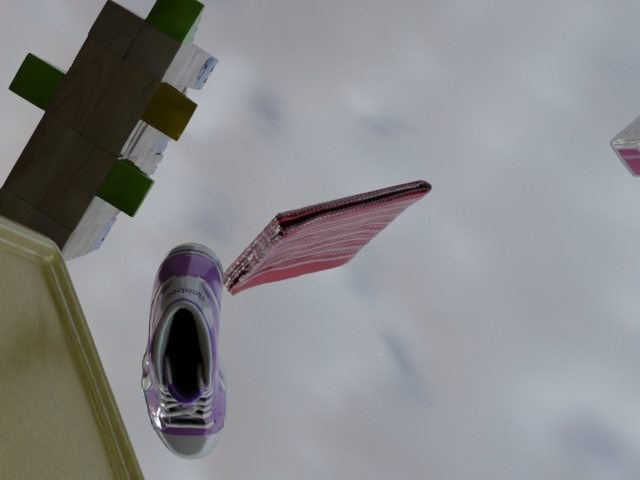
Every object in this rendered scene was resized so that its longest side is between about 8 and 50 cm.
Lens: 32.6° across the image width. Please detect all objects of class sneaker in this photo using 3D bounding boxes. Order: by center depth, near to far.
[{"bbox_3d":[-0.155,0.161,1.211,0.102,0.161,0.282,-2,-60,-3],"label":"sneaker"}]

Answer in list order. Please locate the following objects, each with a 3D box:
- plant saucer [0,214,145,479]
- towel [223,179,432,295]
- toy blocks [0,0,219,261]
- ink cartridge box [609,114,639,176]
[{"bbox_3d":[-0.169,0.101,0.552,0.081,0.333,0.332,-23,-101,2],"label":"plant saucer"},{"bbox_3d":[0.000,0.000,1.336,0.031,0.199,0.275,71,-23,11],"label":"towel"},{"bbox_3d":[-0.253,-0.127,1.322,0.191,0.261,0.381,32,-84,1],"label":"toy blocks"},{"bbox_3d":[0.476,-0.179,1.155,0.065,0.311,0.186,51,-11,-15],"label":"ink cartridge box"}]
